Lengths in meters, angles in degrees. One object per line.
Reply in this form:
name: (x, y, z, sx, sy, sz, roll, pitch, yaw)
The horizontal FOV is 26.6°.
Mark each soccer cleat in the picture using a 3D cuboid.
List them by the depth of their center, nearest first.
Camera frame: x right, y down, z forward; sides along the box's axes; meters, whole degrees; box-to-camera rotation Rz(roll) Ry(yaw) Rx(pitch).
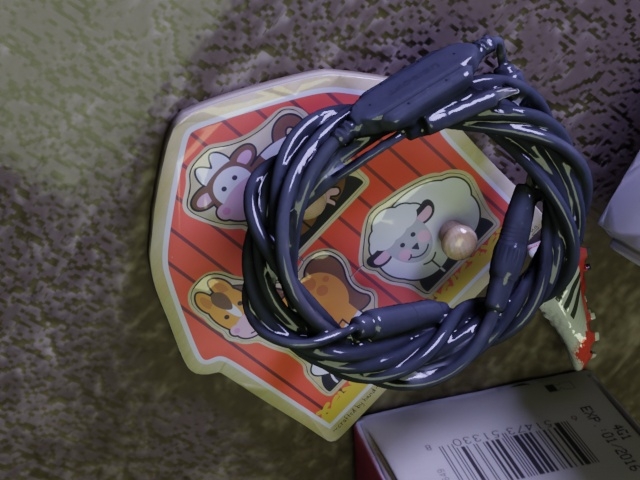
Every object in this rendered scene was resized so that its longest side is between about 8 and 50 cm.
soccer cleat: (0.131, 0.035, 0.737, 0.036, 0.029, 0.083, -10, 116, -2)

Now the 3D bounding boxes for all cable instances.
cable: (0.045, -0.003, 0.650, 0.184, 0.047, 0.150, -34, 116, -16)

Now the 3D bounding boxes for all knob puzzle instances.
knob puzzle: (0.000, 0.000, 0.675, 0.213, 0.030, 0.213, -7, 118, -14)

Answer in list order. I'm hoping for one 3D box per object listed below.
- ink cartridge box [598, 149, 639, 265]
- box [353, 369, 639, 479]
ink cartridge box: (0.366, -0.093, 0.643, 0.285, 0.166, 0.395, 25, 100, -27)
box: (0.108, 0.211, 0.761, 0.149, 0.127, 0.232, -11, 118, -13)
